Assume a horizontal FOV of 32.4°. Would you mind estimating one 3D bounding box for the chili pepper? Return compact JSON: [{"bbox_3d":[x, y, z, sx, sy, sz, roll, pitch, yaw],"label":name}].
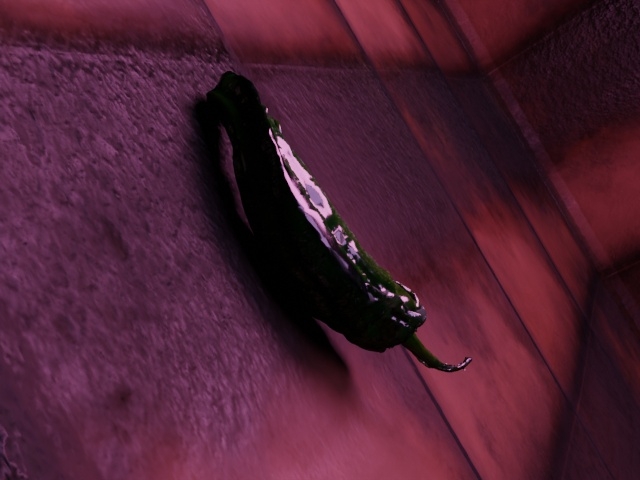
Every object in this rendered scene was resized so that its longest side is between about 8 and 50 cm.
[{"bbox_3d":[0.000,0.000,0.762,0.278,0.065,0.122,55,22,-1],"label":"chili pepper"}]
